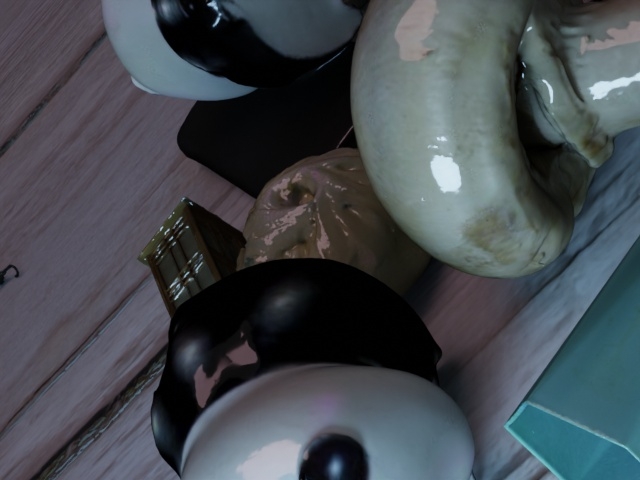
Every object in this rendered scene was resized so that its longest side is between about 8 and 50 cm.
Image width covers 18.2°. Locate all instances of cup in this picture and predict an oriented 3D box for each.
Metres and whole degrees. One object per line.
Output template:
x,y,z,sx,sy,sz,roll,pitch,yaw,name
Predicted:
0.239,0.059,1.325,0.148,0.134,0.235,22,67,30,cup

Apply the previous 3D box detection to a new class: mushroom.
0.179,-0.113,1.539,0.290,0.292,0.292,0,52,24,mushroom

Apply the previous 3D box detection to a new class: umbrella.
-0.432,0.058,2.579,0.149,0.022,0.022,-27,10,43,umbrella

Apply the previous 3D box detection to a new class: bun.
0.000,0.000,1.753,0.178,0.128,0.193,0,40,44,bun

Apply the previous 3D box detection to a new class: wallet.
-0.034,-0.135,2.112,0.197,0.051,0.377,-53,27,-2,wallet

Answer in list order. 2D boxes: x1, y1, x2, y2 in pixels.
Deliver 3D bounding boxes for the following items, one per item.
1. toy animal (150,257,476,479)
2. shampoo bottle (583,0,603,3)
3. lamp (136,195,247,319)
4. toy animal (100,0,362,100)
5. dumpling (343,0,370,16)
-0.016,0.170,1.512,0.251,0.251,0.310,-46,20,17,toy animal
0.213,-0.203,1.776,0.234,0.049,0.087,-41,30,26,shampoo bottle
-0.094,0.070,1.913,0.090,0.089,0.325,-52,25,10,lamp
-0.097,-0.251,2.066,0.267,0.212,0.212,1,59,55,toy animal
0.054,-0.319,2.104,0.250,0.162,0.132,-3,19,45,dumpling
